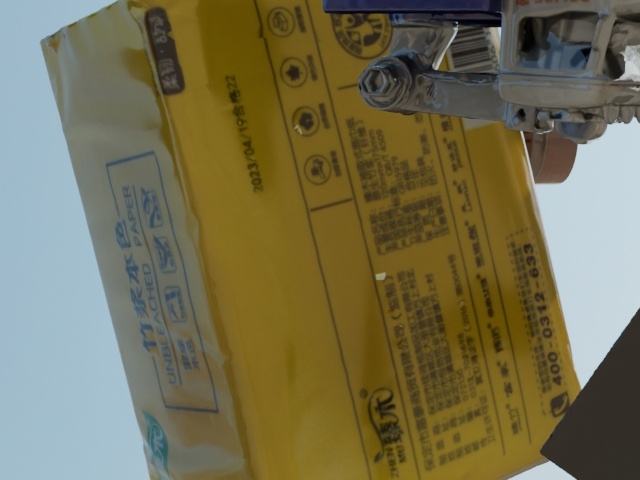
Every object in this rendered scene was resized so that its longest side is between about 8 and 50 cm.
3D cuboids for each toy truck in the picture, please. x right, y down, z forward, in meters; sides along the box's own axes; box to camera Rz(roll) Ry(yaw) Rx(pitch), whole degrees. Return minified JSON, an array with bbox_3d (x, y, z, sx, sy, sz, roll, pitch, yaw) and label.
[{"bbox_3d":[0.100,-0.136,0.606,0.161,0.213,0.177,-7,-78,-55],"label":"toy truck"}]

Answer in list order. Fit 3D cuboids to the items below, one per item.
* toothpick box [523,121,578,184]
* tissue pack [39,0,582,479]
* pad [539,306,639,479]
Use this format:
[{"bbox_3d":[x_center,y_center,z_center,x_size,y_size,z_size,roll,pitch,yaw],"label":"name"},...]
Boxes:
[{"bbox_3d":[0.169,-0.104,1.285,0.149,0.098,0.098,0,-37,-12],"label":"toothpick box"},{"bbox_3d":[0.000,0.000,0.929,0.293,0.382,0.228,-16,4,-33],"label":"tissue pack"},{"bbox_3d":[0.264,0.122,0.695,0.170,0.245,0.006,-57,-19,6],"label":"pad"}]
